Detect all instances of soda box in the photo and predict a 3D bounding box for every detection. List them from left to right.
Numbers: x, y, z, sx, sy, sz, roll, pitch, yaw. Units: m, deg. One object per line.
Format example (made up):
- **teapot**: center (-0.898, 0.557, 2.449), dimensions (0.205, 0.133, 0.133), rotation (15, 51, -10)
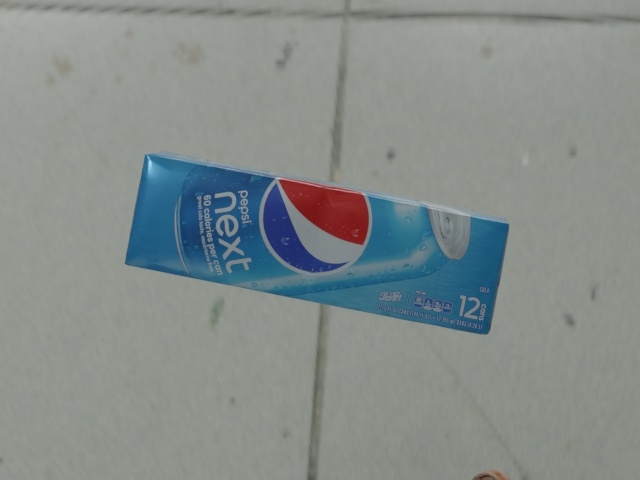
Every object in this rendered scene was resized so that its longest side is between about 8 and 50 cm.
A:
- **soda box**: center (0.000, 0.000, 1.073), dimensions (0.210, 0.071, 0.067), rotation (10, 94, 3)

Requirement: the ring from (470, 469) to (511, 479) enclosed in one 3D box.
- **ring**: center (0.099, 0.324, 1.268), dimensions (0.032, 0.336, 0.336), rotation (4, 62, -8)
